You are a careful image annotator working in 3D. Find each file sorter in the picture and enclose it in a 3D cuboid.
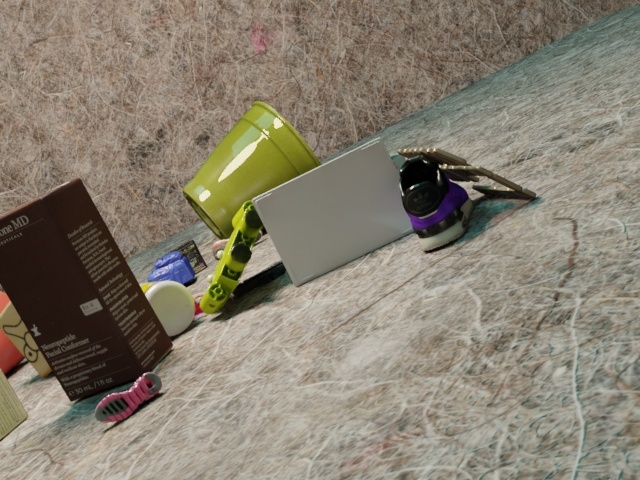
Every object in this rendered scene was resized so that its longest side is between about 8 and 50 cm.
[{"bbox_3d":[0.036,-0.066,1.722,0.278,0.192,0.173,-25,7,7],"label":"file sorter"}]

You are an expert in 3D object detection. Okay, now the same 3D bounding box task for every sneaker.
[{"bbox_3d":[-0.316,0.262,1.391,0.119,0.047,0.057,-28,-6,-32],"label":"sneaker"},{"bbox_3d":[-0.235,0.018,2.430,0.158,0.061,0.064,-25,37,12],"label":"sneaker"},{"bbox_3d":[0.203,-0.093,1.545,0.102,0.146,0.293,-25,11,14],"label":"sneaker"}]

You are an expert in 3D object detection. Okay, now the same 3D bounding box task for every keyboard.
[{"bbox_3d":[-0.117,0.073,1.886,0.180,0.023,0.108,-29,10,-10],"label":"keyboard"}]

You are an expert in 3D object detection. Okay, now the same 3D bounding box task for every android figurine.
[{"bbox_3d":[-0.187,0.040,1.787,0.273,0.056,0.248,-47,21,61],"label":"android figurine"}]

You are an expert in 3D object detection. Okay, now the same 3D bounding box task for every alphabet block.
[{"bbox_3d":[-0.619,0.175,2.037,0.197,0.192,0.193,-41,-3,39],"label":"alphabet block"}]

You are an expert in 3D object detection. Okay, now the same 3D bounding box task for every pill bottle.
[{"bbox_3d":[-0.361,0.148,1.841,0.117,0.117,0.215,-32,11,-28],"label":"pill bottle"}]

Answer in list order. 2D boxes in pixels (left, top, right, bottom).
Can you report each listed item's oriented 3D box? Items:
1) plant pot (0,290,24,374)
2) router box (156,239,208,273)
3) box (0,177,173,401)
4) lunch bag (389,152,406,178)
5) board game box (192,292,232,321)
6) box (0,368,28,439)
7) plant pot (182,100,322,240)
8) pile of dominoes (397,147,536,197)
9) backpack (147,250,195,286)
[{"bbox_3d":[-0.950,0.293,2.288,0.275,0.274,0.243,-24,21,17],"label":"plant pot"},{"bbox_3d":[-0.395,0.066,2.439,0.122,0.092,0.038,-34,12,-38],"label":"router box"},{"bbox_3d":[-0.464,0.096,1.615,0.191,0.381,0.143,-22,11,24],"label":"box"},{"bbox_3d":[0.079,-0.105,2.029,0.279,0.107,0.224,-29,3,-32],"label":"lunch bag"},{"bbox_3d":[-0.278,0.143,1.909,0.133,0.033,0.169,-32,12,-29],"label":"board game box"},{"bbox_3d":[-0.732,0.378,1.635,0.214,0.117,0.243,-23,10,22],"label":"box"},{"bbox_3d":[-0.218,-0.174,2.610,0.353,0.366,0.366,-41,12,-10],"label":"plant pot"},{"bbox_3d":[0.261,-0.137,1.536,0.040,0.196,0.251,-66,13,-1],"label":"pile of dominoes"},{"bbox_3d":[-0.417,0.093,2.341,0.120,0.101,0.098,-30,3,1],"label":"backpack"}]
